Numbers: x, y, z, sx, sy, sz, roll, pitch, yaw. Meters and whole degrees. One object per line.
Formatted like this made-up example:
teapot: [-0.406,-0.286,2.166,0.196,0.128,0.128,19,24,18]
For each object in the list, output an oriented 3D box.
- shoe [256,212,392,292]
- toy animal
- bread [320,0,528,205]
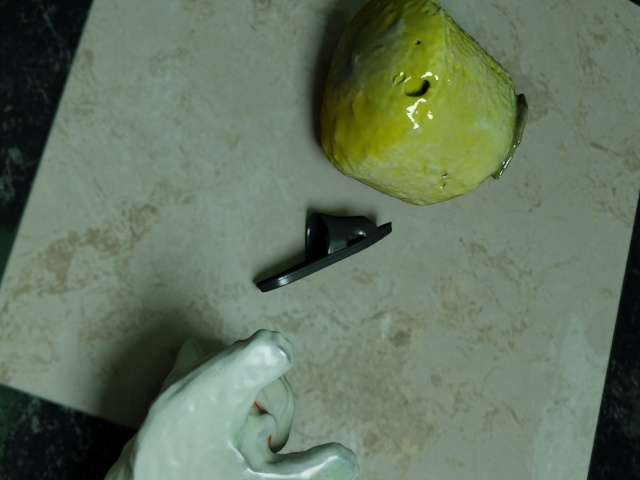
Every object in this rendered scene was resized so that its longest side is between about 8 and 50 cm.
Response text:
shoe: [0.000,0.000,1.459,0.159,0.062,0.053,-28,92,-27]
toy animal: [-0.088,0.245,1.324,0.266,0.188,0.308,-38,112,-9]
bread: [0.091,-0.137,1.468,0.170,0.197,0.197,28,67,-29]
